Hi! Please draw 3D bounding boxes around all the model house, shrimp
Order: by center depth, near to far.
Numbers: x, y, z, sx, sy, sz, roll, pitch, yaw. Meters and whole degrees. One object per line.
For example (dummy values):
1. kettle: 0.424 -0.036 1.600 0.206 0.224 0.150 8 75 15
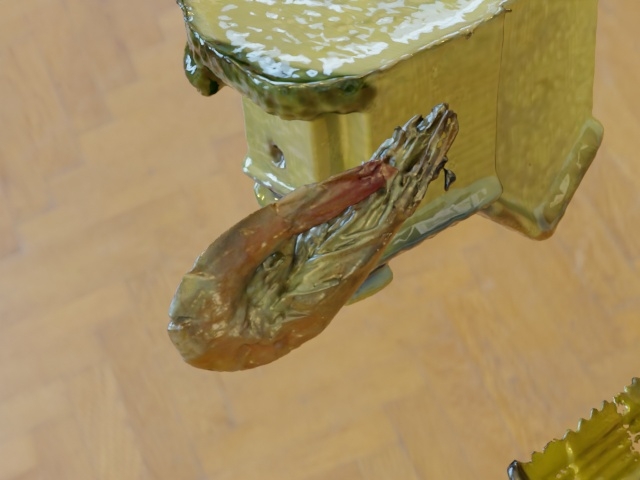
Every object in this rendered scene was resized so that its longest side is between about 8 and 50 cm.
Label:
1. shrimp: 0.000 0.000 0.946 0.190 0.101 0.042 -43 51 7
2. model house: 0.051 -0.112 1.469 0.321 0.266 0.261 -30 41 -27

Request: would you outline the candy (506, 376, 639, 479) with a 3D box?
1. candy: 0.225 0.232 1.078 0.081 0.297 0.187 -27 -2 40
